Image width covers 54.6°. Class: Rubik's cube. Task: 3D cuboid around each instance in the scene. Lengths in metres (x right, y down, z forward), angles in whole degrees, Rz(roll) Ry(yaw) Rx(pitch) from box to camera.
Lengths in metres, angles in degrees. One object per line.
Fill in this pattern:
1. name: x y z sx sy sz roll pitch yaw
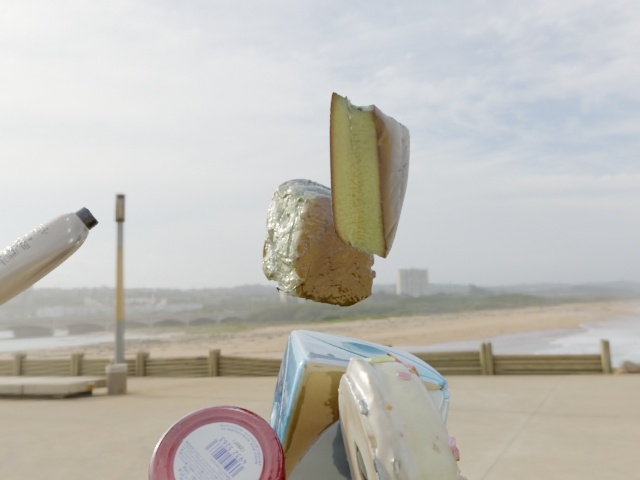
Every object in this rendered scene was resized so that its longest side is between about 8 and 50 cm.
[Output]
1. Rubik's cube: 0.066 0.419 1.426 0.347 0.352 0.351 13 -2 -8

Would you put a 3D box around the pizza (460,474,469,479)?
1. pizza: 0.358 0.596 1.463 0.262 0.034 0.181 33 -21 3

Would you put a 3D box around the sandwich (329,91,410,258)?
1. sandwich: 0.064 -0.097 0.847 0.094 0.096 0.258 14 -45 18

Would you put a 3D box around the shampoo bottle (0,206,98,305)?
1. shampoo bottle: -0.515 0.027 1.112 0.257 0.078 0.127 -42 31 -20

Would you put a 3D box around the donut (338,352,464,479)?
1. donut: 0.135 0.382 1.070 0.142 0.383 0.382 -10 -5 -9

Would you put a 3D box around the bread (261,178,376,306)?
1. bread: 0.000 0.000 1.472 0.250 0.279 0.225 9 2 -33

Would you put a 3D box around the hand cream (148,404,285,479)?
1. hand cream: -0.166 0.399 1.025 0.230 0.230 0.149 -1 -50 -9
